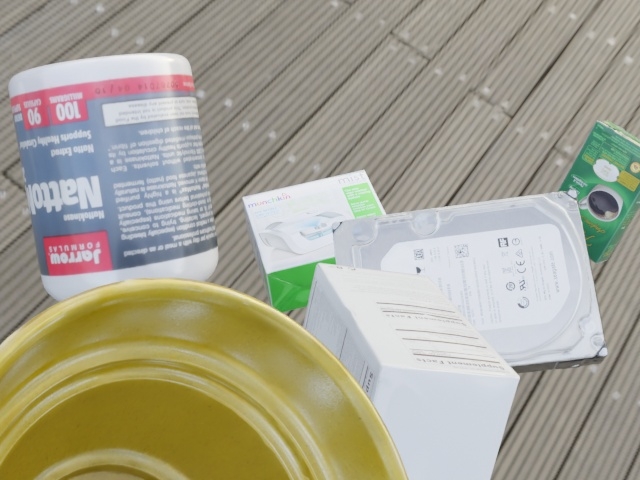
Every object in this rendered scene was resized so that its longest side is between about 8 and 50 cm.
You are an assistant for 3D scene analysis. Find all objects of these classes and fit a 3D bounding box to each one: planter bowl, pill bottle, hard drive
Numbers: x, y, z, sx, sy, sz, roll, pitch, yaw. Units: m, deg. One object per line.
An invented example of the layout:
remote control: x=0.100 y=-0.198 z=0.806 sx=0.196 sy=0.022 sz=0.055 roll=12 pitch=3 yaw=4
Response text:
planter bowl: x=-0.066 y=0.131 z=0.385 sx=0.217 sy=0.090 sz=0.217 roll=20 pitch=56 yaw=-33
pill bottle: x=-0.118 y=-0.015 z=0.577 sx=0.108 sy=0.108 sz=0.180 roll=-11 pitch=96 yaw=-24
hard drive: x=0.194 y=0.068 z=1.297 sx=0.339 sy=0.064 sz=0.236 roll=-7 pitch=70 yaw=6

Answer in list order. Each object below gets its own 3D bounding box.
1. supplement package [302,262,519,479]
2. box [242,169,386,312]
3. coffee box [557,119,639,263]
supplement package: x=0.072 y=0.133 z=0.945 sx=0.134 sy=0.139 sz=0.244 roll=7 pitch=18 yaw=-16
box: x=0.000 y=0.000 z=1.903 sx=0.262 sy=0.126 sz=0.231 roll=-13 pitch=45 yaw=-7
coffee box: x=0.413 y=-0.071 z=1.409 sx=0.113 sy=0.184 sz=0.040 roll=39 pitch=31 yaw=30
